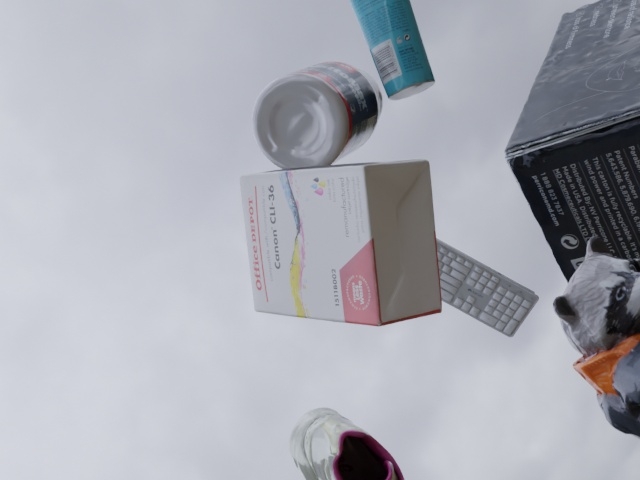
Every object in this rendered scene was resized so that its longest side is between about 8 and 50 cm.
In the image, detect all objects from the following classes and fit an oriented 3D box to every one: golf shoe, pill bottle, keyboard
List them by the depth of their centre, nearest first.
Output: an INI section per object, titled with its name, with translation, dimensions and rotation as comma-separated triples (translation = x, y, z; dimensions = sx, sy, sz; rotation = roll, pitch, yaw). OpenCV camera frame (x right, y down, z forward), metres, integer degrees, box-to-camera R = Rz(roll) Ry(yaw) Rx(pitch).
[pill bottle]
translation = 0.005, -0.142, 1.203
dimensions = 0.180, 0.107, 0.108
rotation = -39, -33, -65
[keyboard]
translation = 0.132, 0.030, 1.292
dimensions = 0.072, 0.256, 0.014
rotation = -63, -4, 31
[golf shoe]
translation = 0.078, 0.360, 1.458
dimensions = 0.115, 0.306, 0.140
rotation = -42, 11, -22

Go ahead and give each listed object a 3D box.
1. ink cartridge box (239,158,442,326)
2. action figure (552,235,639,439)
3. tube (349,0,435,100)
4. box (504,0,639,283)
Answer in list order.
[ink cartridge box]
translation = 0.000, 0.000, 0.841
dimensions = 0.067, 0.198, 0.115
rotation = -9, -85, -36
[action figure]
translation = 0.288, 0.116, 0.679
dimensions = 0.178, 0.330, 0.341
rotation = -50, -14, -5
[tube]
translation = 0.063, -0.253, 1.145
dimensions = 0.052, 0.080, 0.207
rotation = -6, -104, -71
[box]
translation = 0.555, -0.174, 1.439
dimensions = 0.297, 0.471, 0.480
rotation = 59, -146, -20
